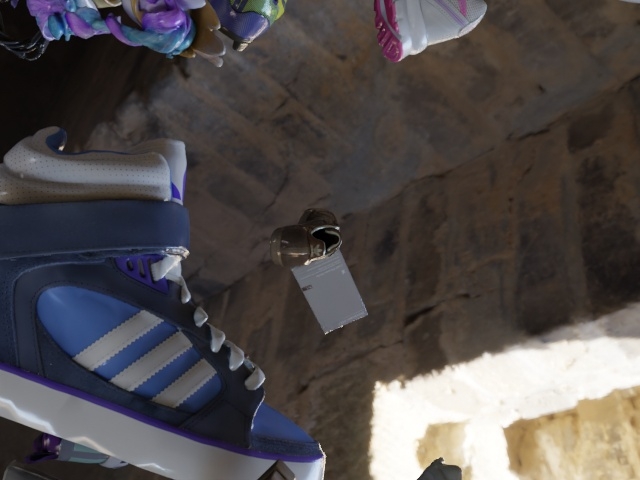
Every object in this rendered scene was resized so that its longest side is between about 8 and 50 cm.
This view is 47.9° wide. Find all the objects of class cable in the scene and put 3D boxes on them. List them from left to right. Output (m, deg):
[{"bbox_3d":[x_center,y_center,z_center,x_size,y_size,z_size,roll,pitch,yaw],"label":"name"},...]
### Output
[{"bbox_3d":[-0.638,-0.486,1.539,0.150,0.047,0.184,27,72,-27],"label":"cable"}]

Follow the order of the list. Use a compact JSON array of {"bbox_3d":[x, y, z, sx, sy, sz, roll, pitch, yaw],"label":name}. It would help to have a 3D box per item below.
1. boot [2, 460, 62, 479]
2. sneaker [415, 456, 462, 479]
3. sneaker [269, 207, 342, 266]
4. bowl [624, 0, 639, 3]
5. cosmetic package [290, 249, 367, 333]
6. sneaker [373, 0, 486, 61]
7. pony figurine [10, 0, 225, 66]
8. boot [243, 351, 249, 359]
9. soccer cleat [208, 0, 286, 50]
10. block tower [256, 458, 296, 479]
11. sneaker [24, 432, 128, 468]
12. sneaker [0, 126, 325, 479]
[{"bbox_3d":[-0.481,0.506,1.334,0.076,0.208,0.190,-80,178,-68],"label":"boot"},{"bbox_3d":[0.199,0.356,0.819,0.262,0.099,0.121,44,72,-10],"label":"sneaker"},{"bbox_3d":[0.000,0.000,0.945,0.188,0.071,0.066,-35,126,-65],"label":"sneaker"},{"bbox_3d":[0.273,-0.250,0.435,0.134,0.298,0.298,42,39,1],"label":"bowl"},{"bbox_3d":[0.015,0.100,1.751,0.107,0.127,0.238,-113,176,-54],"label":"cosmetic package"},{"bbox_3d":[0.107,-0.312,0.739,0.111,0.103,0.252,-7,91,-7],"label":"sneaker"},{"bbox_3d":[-0.263,-0.336,0.702,0.303,0.363,0.351,-48,144,-10],"label":"pony figurine"},{"bbox_3d":[-0.214,0.223,1.525,0.042,0.118,0.087,-46,116,-54],"label":"boot"},{"bbox_3d":[-0.075,-0.347,0.953,0.093,0.121,0.289,31,32,-14],"label":"soccer cleat"},{"bbox_3d":[0.053,0.292,0.416,0.335,0.097,0.091,46,-2,5],"label":"block tower"},{"bbox_3d":[-0.215,0.087,0.632,0.098,0.083,0.224,12,44,-39],"label":"sneaker"},{"bbox_3d":[-0.111,0.042,0.551,0.323,0.130,0.236,23,77,-13],"label":"sneaker"}]
